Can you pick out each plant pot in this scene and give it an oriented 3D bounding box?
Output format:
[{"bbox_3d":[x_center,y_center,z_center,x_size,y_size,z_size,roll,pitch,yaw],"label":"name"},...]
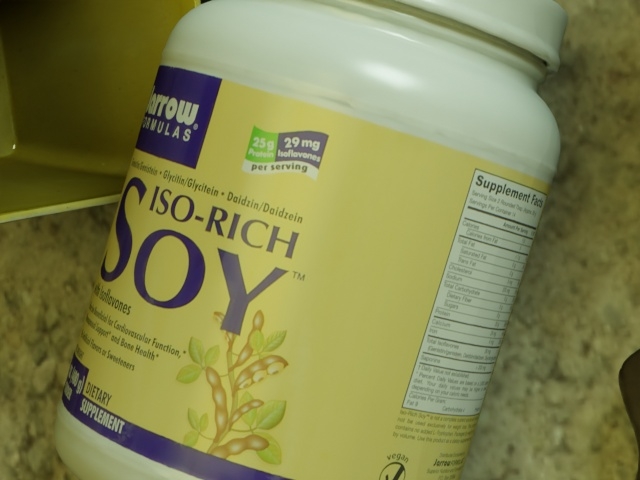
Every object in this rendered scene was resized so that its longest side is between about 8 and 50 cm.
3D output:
[{"bbox_3d":[-0.217,-0.124,0.964,0.187,0.212,0.212,-3,97,42],"label":"plant pot"}]

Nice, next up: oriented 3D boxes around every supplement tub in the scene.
[{"bbox_3d":[0.000,0.000,0.844,0.241,0.241,0.331,18,93,24],"label":"supplement tub"}]

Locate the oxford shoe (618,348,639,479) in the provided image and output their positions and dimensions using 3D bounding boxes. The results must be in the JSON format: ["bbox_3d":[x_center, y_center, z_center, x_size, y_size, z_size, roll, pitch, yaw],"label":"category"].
[{"bbox_3d":[0.234,0.162,0.825,0.096,0.082,0.227,-26,76,42],"label":"oxford shoe"}]
